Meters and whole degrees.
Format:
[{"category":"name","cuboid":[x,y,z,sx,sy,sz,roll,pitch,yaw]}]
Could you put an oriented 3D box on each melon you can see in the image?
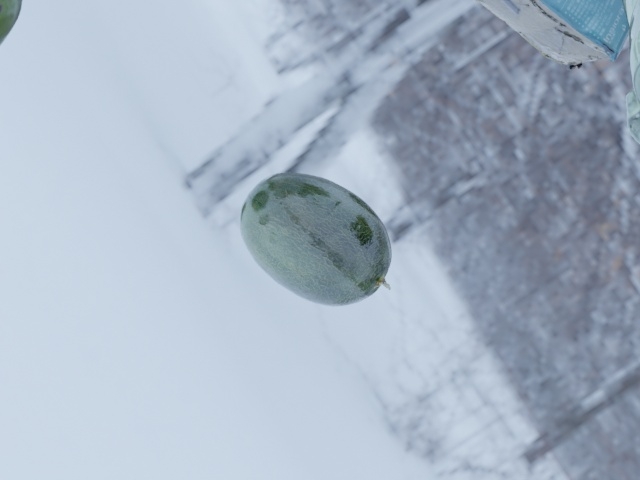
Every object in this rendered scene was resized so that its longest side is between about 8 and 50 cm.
[{"category":"melon","cuboid":[0.000,0.000,1.496,0.167,0.114,0.114,33,0,13]}]

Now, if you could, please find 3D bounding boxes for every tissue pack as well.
[{"category":"tissue pack","cuboid":[0.328,-0.377,1.928,0.192,0.271,0.134,33,-11,-28]}]

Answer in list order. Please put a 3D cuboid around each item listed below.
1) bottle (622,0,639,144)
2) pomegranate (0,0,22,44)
[{"category":"bottle","cuboid":[0.361,-0.223,1.336,0.229,0.229,0.352,53,32,-24]},{"category":"pomegranate","cuboid":[-0.415,-0.274,1.514,0.254,0.254,0.270,58,11,21]}]
